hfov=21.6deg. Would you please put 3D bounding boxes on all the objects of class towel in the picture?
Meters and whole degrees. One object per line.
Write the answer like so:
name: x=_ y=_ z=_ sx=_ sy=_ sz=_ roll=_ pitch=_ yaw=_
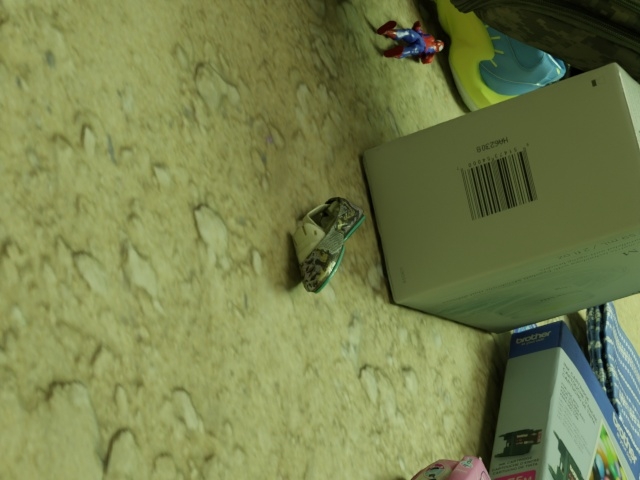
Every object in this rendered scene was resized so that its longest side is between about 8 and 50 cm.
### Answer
towel: x=0.333 y=0.240 z=1.712 sx=0.243 sy=0.040 sz=0.336 roll=53 pitch=30 yaw=-46

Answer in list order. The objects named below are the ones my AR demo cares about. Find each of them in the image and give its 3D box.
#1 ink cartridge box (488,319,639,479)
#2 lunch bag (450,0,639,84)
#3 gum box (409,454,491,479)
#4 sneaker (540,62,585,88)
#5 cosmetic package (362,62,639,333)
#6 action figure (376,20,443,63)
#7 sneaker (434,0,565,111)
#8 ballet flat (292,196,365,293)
ink cartridge box: x=0.216 y=0.205 z=1.457 sx=0.185 sy=0.065 sz=0.311 roll=58 pitch=26 yaw=-27
lunch bag: x=0.281 y=-0.230 z=1.391 sx=0.305 sy=0.256 sz=0.212 roll=23 pitch=60 yaw=-11
gum box: x=0.104 y=0.257 z=1.206 sx=0.188 sy=0.062 sz=0.107 roll=69 pitch=24 yaw=-6
sneaker: x=0.273 y=-0.150 z=1.695 sx=0.330 sy=0.130 sz=0.147 roll=82 pitch=11 yaw=-48
cosmetic package: x=0.192 y=-0.024 z=1.392 sx=0.225 sy=0.224 sz=0.138 roll=17 pitch=58 yaw=-61
action figure: x=0.087 y=-0.179 z=1.523 sx=0.115 sy=0.030 sz=0.038 roll=-7 pitch=75 yaw=-67
sneaker: x=0.163 y=-0.242 z=1.604 sx=0.240 sy=0.126 sz=0.091 roll=65 pitch=25 yaw=-16
ballet flat: x=0.000 y=0.000 z=1.209 sx=0.041 sy=0.041 sz=0.114 roll=63 pitch=25 yaw=-18
